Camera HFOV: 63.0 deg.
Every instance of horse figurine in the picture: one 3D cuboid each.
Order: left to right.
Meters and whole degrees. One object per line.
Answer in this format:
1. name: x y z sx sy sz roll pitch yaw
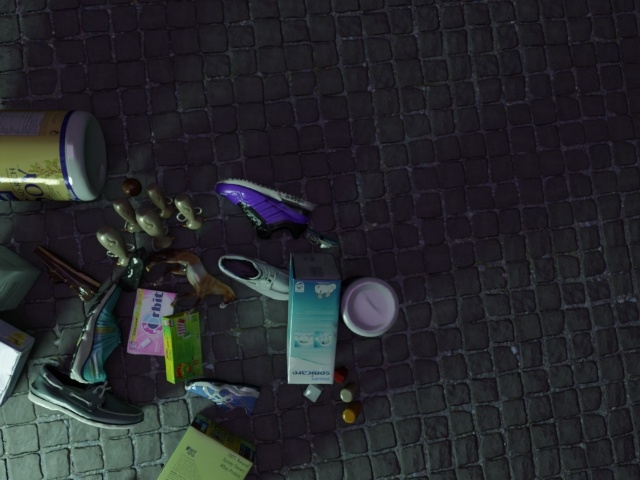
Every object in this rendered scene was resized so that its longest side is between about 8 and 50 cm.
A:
1. horse figurine: -0.372 0.105 1.469 0.263 0.066 0.174 45 50 15

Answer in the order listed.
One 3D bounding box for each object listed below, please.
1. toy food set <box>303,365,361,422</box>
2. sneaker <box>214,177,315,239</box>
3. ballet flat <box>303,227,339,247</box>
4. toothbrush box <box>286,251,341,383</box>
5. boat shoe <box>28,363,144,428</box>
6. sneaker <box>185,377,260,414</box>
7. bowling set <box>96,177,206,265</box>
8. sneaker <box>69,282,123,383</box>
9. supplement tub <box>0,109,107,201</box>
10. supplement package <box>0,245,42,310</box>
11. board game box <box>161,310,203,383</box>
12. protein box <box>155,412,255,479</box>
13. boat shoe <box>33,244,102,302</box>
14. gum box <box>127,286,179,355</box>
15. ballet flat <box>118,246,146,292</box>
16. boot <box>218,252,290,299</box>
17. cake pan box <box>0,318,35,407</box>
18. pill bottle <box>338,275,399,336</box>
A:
1. toy food set: 0.029 0.412 1.515 0.232 0.104 0.111 31 98 14
2. sneaker: -0.174 -0.081 1.503 0.294 0.102 0.146 17 86 -5
3. ballet flat: 0.000 0.000 1.552 0.114 0.041 0.041 25 85 -4
4. toothbrush box: -0.024 0.202 1.404 0.126 0.216 0.295 1 108 -5
5. boat shoe: -0.628 0.425 1.423 0.320 0.116 0.099 17 89 1
6. sneaker: -0.279 0.437 1.473 0.211 0.080 0.081 11 82 -4
7. bowling set: -0.478 -0.076 1.472 0.287 0.154 0.199 -21 52 -4
8. sneaker: -0.602 0.255 1.446 0.110 0.107 0.275 20 75 -26
9. supplement tub: -0.766 -0.224 1.383 0.332 0.241 0.240 -1 87 -6
10. supplement package: -0.864 0.096 1.352 0.139 0.244 0.133 33 84 -3
11. board game box: -0.383 0.294 1.453 0.092 0.043 0.181 -9 98 -44
12. protein box: -0.316 0.624 1.430 0.200 0.136 0.201 32 85 -2
13. boat shoe: -0.715 0.094 1.453 0.207 0.073 0.073 36 82 -2
14. gum box: -0.471 0.233 1.474 0.107 0.062 0.188 9 85 -6
15. ballet flat: -0.516 0.087 1.452 0.058 0.049 0.173 30 127 -13
16. boot: -0.169 0.106 1.481 0.258 0.123 0.095 18 85 -4
17. cake pan box: -0.908 0.300 1.366 0.246 0.070 0.266 31 114 -4
18. pill bottle: 0.113 0.172 1.436 0.153 0.265 0.153 0 88 -6
